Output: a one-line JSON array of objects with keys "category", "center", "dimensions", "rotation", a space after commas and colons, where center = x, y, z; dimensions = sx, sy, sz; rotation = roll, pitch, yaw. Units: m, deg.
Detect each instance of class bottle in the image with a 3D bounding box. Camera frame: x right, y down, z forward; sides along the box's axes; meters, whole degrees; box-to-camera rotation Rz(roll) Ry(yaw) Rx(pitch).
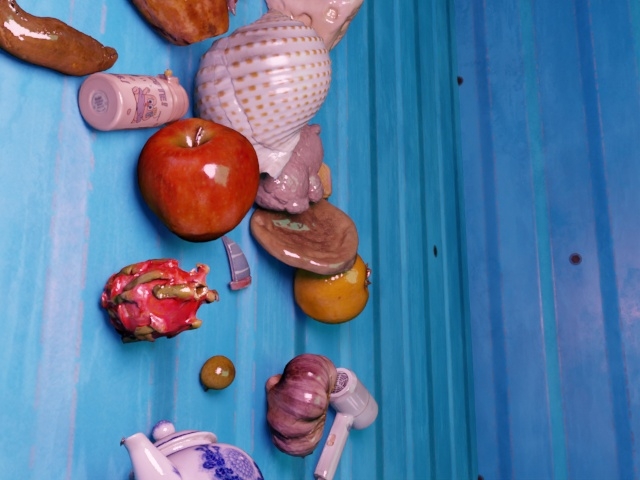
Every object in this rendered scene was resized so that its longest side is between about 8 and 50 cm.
[{"category": "bottle", "center": [-0.323, -0.257, 1.135], "dimensions": [0.209, 0.097, 0.110], "rotation": [-27, 133, -62]}]

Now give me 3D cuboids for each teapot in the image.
[{"category": "teapot", "center": [-0.224, 0.428, 1.061], "dimensions": [0.280, 0.252, 0.424], "rotation": [57, -9, 32]}]

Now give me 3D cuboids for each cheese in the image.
[{"category": "cheese", "center": [0.001, -0.588, 1.705], "dimensions": [0.247, 0.251, 0.173], "rotation": [77, 25, -46]}]

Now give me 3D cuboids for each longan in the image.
[{"category": "longan", "center": [-0.211, 0.274, 1.280], "dimensions": [0.083, 0.075, 0.075], "rotation": [-56, 153, 12]}]

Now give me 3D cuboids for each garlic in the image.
[{"category": "garlic", "center": [-0.055, 0.369, 1.452], "dimensions": [0.245, 0.161, 0.244], "rotation": [17, 90, -88]}]

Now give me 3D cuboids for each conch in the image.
[{"category": "conch", "center": [-0.135, -0.305, 1.267], "dimensions": [0.215, 0.303, 0.319], "rotation": [40, 56, -62]}]

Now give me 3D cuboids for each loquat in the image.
[{"category": "loquat", "center": [0.032, 0.110, 1.610], "dimensions": [0.208, 0.208, 0.208], "rotation": [21, 66, -59]}]

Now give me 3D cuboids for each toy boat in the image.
[{"category": "toy boat", "center": [-0.185, 0.044, 1.403], "dimensions": [0.096, 0.034, 0.122], "rotation": [-17, 97, -67]}]

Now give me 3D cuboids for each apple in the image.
[{"category": "apple", "center": [-0.227, -0.106, 1.180], "dimensions": [0.230, 0.230, 0.229], "rotation": [21, 66, -59]}]

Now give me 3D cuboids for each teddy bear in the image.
[{"category": "teddy bear", "center": [-0.083, -0.174, 1.493], "dimensions": [0.236, 0.151, 0.267], "rotation": [34, 50, -15]}]

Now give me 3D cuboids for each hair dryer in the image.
[{"category": "hair dryer", "center": [0.037, 0.528, 1.662], "dimensions": [0.173, 0.108, 0.357], "rotation": [55, 45, -38]}]

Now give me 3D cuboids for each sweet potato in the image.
[{"category": "sweet potato", "center": [-0.418, -0.322, 0.991], "dimensions": [0.286, 0.085, 0.112], "rotation": [3, 78, -62]}]

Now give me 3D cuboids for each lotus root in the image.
[{"category": "lotus root", "center": [-0.294, -0.515, 1.193], "dimensions": [0.291, 0.193, 0.193], "rotation": [65, 33, -35]}]

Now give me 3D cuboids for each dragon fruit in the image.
[{"category": "dragon fruit", "center": [-0.271, 0.104, 1.081], "dimensions": [0.166, 0.172, 0.160], "rotation": [53, 41, -45]}]

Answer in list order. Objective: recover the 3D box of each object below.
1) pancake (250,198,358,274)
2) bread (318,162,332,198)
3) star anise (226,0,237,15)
[{"category": "pancake", "center": [-0.025, -0.028, 1.525], "dimensions": [0.049, 0.294, 0.294], "rotation": [-62, 172, 34]}, {"category": "bread", "center": [-0.010, -0.166, 1.747], "dimensions": [0.082, 0.056, 0.115], "rotation": [19, 54, -40]}, {"category": "star anise", "center": [-0.221, -0.613, 1.448], "dimensions": [0.195, 0.065, 0.182], "rotation": [-65, 143, -51]}]
